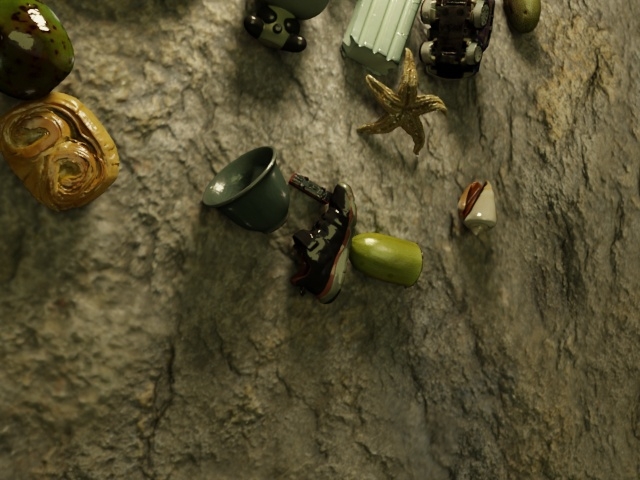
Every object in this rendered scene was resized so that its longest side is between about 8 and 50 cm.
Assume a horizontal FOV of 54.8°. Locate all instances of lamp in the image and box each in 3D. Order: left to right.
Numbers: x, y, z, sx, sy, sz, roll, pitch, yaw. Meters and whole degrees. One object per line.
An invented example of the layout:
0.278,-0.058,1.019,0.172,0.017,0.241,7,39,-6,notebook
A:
-0.078,-0.573,1.437,0.197,0.197,0.244,18,89,-19,lamp

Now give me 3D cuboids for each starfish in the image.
0.202,-0.334,1.554,0.235,0.062,0.277,-9,120,2,starfish

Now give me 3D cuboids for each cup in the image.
-0.142,-0.094,1.391,0.199,0.199,0.150,-47,120,-17,cup

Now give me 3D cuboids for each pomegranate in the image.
-0.573,-0.374,1.200,0.202,0.248,0.202,1,101,3,pomegranate

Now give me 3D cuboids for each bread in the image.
-0.530,-0.182,1.264,0.198,0.120,0.236,-38,100,-18,bread

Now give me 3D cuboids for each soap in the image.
0.160,-0.567,1.573,0.150,0.094,0.261,23,80,-13,soap

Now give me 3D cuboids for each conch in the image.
0.420,-0.092,1.639,0.104,0.094,0.176,9,76,19,conch

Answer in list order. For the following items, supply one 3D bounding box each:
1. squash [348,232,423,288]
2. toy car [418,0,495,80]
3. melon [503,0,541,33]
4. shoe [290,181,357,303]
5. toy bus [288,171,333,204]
0.149,0.037,1.512,0.186,0.123,0.123,17,80,-20,squash
0.365,-0.538,1.604,0.158,0.172,0.235,-18,118,-49,toy car
0.564,-0.660,1.725,0.099,0.099,0.162,-17,94,-21,melon
0.000,0.000,1.458,0.137,0.114,0.291,13,92,-17,shoe
-0.024,-0.125,1.495,0.110,0.043,0.031,31,73,-15,toy bus
